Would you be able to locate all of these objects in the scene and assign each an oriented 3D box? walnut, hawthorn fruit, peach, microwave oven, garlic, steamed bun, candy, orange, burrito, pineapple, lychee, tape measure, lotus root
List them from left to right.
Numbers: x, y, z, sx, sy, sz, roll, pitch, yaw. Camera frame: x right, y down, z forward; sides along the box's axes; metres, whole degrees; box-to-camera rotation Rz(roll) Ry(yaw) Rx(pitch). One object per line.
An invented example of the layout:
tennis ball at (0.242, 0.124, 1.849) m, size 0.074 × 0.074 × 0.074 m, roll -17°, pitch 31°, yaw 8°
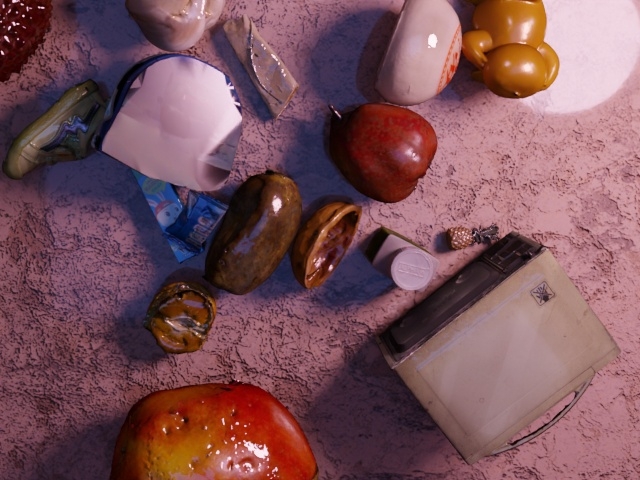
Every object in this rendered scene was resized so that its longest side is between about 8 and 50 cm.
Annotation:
lychee at (-0.667, -0.436, 1.515) m, size 0.330 × 0.306 × 0.306 m, roll -35°, pitch 102°, yaw -27°
tape measure at (-0.295, -0.242, 1.612) m, size 0.259 × 0.138 × 0.262 m, roll 20°, pitch 86°, yaw -29°
garlic at (-0.271, -0.512, 1.583) m, size 0.203 × 0.185 × 0.280 m, roll -5°, pitch 80°, yaw 39°
orange at (-0.293, 0.158, 1.728) m, size 0.170 × 0.112 × 0.160 m, roll -8°, pitch 112°, yaw 20°
candy at (-0.261, -0.040, 1.675) m, size 0.088 × 0.038 × 0.136 m, roll 32°, pitch 112°, yaw -7°
peach at (-0.214, 0.466, 1.670) m, size 0.417 × 0.339 × 0.352 m, roll 17°, pitch 98°, yaw -12°
lotus root at (-0.134, -0.013, 1.685) m, size 0.152 × 0.160 × 0.274 m, roll 25°, pitch 96°, yaw -19°
burrito at (-0.121, -0.367, 1.680) m, size 0.087 × 0.060 × 0.226 m, roll -33°, pitch 102°, yaw 6°
walnut at (-0.001, -0.002, 1.721) m, size 0.087 × 0.167 × 0.211 m, roll 31°, pitch 85°, yaw 25°
hawthorn fruit at (0.115, -0.200, 1.659) m, size 0.248 × 0.208 × 0.208 m, roll 39°, pitch 94°, yaw 0°
steamed bun at (0.207, -0.375, 1.617) m, size 0.145 × 0.232 × 0.231 m, roll 22°, pitch 97°, yaw 2°
pineapple at (0.341, -0.008, 1.782) m, size 0.125 × 0.058 × 0.058 m, roll -5°, pitch 100°, yaw -5°
microwave oven at (0.369, 0.225, 1.725) m, size 0.394 × 0.247 × 0.333 m, roll -38°, pitch 100°, yaw 2°

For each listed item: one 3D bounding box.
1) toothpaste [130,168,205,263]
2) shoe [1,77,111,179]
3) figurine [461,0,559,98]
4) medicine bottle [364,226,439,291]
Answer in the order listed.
toothpaste at (-0.332, -0.082, 1.714) m, size 0.065 × 0.050 × 0.266 m, roll -25°, pitch 101°, yaw -1°
shoe at (-0.530, -0.213, 1.629) m, size 0.128 × 0.140 × 0.262 m, roll 42°, pitch 87°, yaw 0°
figurine at (0.386, -0.405, 1.646) m, size 0.215 × 0.215 × 0.228 m, roll 6°, pitch 99°, yaw -6°
medicine bottle at (0.175, 0.044, 1.708) m, size 0.132 × 0.188 × 0.088 m, roll 29°, pitch 96°, yaw -9°
